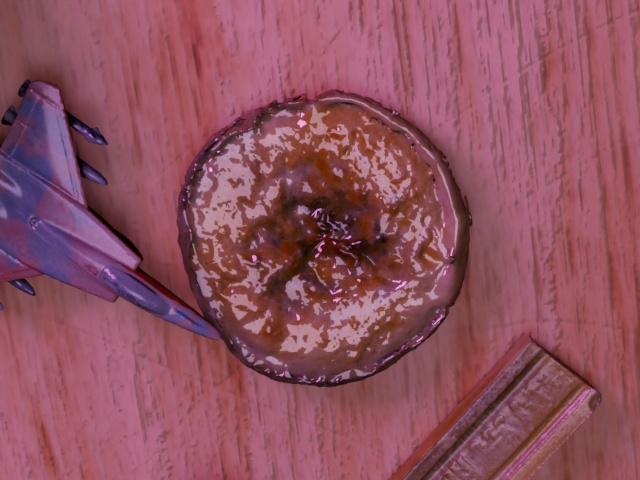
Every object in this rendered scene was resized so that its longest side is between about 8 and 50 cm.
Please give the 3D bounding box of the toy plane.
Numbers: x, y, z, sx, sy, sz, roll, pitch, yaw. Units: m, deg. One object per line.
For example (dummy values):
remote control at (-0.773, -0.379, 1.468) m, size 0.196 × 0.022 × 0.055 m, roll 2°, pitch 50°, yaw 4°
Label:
toy plane at (-0.226, -0.007, 1.711) m, size 0.326 × 0.104 × 0.223 m, roll 32°, pitch 104°, yaw -11°

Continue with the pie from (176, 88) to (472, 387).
pie at (0.000, 0.000, 1.731) m, size 0.274 × 0.055 × 0.274 m, roll 0°, pitch 105°, yaw 1°

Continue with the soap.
soap at (0.143, 0.204, 1.789) m, size 0.092 × 0.037 × 0.252 m, roll 40°, pitch 101°, yaw -10°
